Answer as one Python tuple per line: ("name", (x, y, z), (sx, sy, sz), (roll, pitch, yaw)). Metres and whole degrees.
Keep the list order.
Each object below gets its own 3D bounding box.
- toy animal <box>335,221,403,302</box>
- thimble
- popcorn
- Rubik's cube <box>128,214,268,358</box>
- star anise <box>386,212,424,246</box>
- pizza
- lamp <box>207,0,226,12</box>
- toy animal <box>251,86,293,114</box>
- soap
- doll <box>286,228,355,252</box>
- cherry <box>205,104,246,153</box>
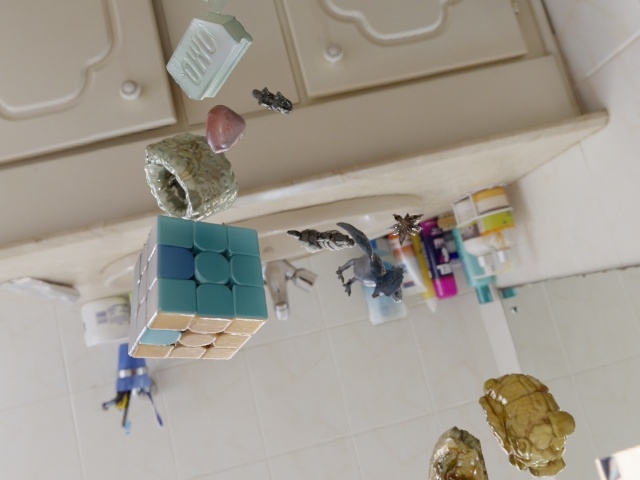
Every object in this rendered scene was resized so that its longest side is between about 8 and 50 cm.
("toy animal", (0.124, 0.066, 1.102), (0.176, 0.239, 0.255), (-23, -153, 26))
("thimble", (-0.423, -0.205, 1.577), (0.195, 0.291, 0.291), (-31, -176, -36))
("popcorn", (0.388, 0.347, 0.923), (0.140, 0.194, 0.163), (-16, 149, 1))
("Rubik's cube", (-0.343, 0.141, 1.335), (0.291, 0.290, 0.291), (10, 143, -29))
("star anise", (0.279, -0.036, 1.608), (0.124, 0.129, 0.056), (1, 148, 26))
("pizza", (0.250, 0.496, 0.925), (0.087, 0.258, 0.268), (-2, 157, -3))
("lamp", (-0.361, -0.673, 1.339), (0.198, 0.050, 0.056), (7, -163, -15))
("toy animal", (-0.123, -0.345, 1.196), (0.135, 0.047, 0.065), (27, -173, 36))
("soap", (-0.367, -0.606, 1.576), (0.289, 0.173, 0.095), (-37, -177, 41))
("doll", (0.000, 0.000, 1.423), (0.219, 0.067, 0.091), (5, 166, 39))
("cherry", (-0.248, -0.295, 1.275), (0.106, 0.126, 0.087), (4, 166, -25))
